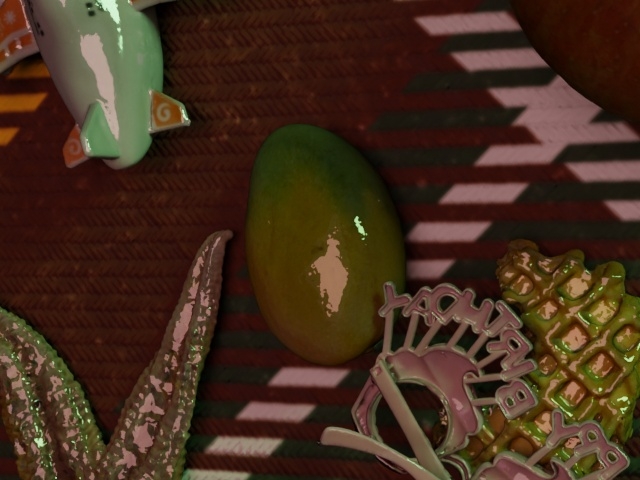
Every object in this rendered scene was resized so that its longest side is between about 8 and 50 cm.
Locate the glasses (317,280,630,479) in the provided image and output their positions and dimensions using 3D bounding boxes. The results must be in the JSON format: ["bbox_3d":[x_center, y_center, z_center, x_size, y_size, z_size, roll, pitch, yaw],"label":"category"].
[{"bbox_3d":[0.108,0.142,0.933,0.162,0.095,0.255,-43,80,17],"label":"glasses"}]

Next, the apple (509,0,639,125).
[{"bbox_3d":[0.266,-0.216,0.836,0.277,0.250,0.309,29,98,18],"label":"apple"}]

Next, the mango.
[{"bbox_3d":[0.000,0.000,1.028,0.130,0.092,0.195,-27,73,21],"label":"mango"}]

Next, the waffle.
[{"bbox_3d":[0.163,0.100,0.984,0.148,0.051,0.194,11,95,19],"label":"waffle"}]

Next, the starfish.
[{"bbox_3d":[-0.199,0.201,1.084,0.398,0.132,0.384,-15,78,33],"label":"starfish"}]

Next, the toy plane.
[{"bbox_3d":[-0.190,-0.175,1.079,0.244,0.117,0.245,1,92,22],"label":"toy plane"}]
